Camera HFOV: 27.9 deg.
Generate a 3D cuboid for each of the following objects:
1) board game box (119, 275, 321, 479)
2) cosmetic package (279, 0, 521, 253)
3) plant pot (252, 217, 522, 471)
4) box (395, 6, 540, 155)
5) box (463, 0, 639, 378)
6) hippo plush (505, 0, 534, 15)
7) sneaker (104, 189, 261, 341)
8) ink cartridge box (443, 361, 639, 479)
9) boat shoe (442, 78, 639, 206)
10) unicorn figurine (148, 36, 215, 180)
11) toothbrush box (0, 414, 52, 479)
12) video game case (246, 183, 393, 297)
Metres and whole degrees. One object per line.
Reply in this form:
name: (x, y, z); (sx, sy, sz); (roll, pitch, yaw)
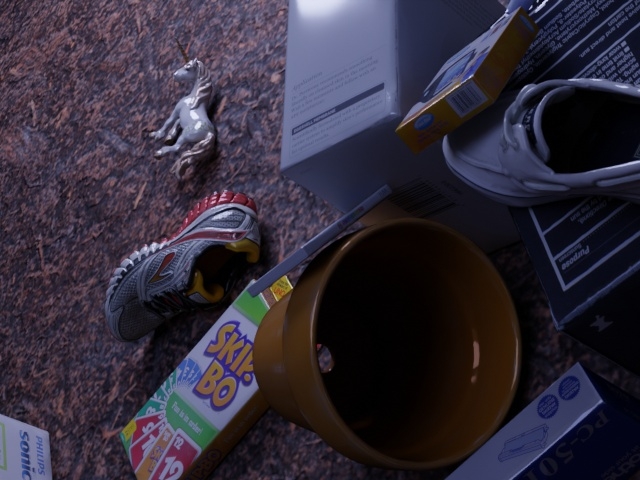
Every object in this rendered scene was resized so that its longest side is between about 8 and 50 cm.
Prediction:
board game box: (-0.107, 0.157, 1.349); (0.259, 0.039, 0.124); (-47, 41, 11)
cosmetic package: (0.088, -0.128, 1.163); (0.138, 0.224, 0.225); (-23, 50, 36)
plant pot: (0.037, 0.095, 1.117); (0.188, 0.205, 0.205); (-16, 54, 60)
box: (0.112, -0.123, 0.954); (0.081, 0.028, 0.136); (-34, 15, 40)
box: (0.288, -0.092, 0.955); (0.296, 0.182, 0.294); (-40, 41, 25)
hippo plush: (0.205, -0.313, 0.852); (0.294, 0.236, 0.234); (7, 72, 50)
sneaker: (-0.156, 0.042, 1.431); (0.225, 0.088, 0.093); (-42, 43, 21)
ink cartridge box: (0.157, 0.189, 0.986); (0.207, 0.097, 0.046); (-45, 40, 17)
boat shoe: (0.167, -0.075, 0.865); (0.258, 0.084, 0.095); (5, 72, 50)
unicorn figurine: (-0.166, -0.152, 1.599); (0.111, 0.060, 0.162); (-43, 57, 19)
toothbrush box: (-0.444, 0.361, 1.514); (0.283, 0.122, 0.206); (-37, 44, 23)
video game case: (0.000, 0.000, 1.067); (0.122, 0.011, 0.087); (-37, 0, -43)
